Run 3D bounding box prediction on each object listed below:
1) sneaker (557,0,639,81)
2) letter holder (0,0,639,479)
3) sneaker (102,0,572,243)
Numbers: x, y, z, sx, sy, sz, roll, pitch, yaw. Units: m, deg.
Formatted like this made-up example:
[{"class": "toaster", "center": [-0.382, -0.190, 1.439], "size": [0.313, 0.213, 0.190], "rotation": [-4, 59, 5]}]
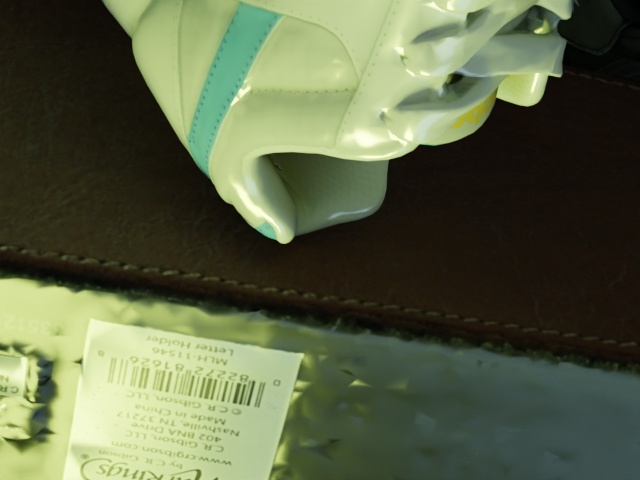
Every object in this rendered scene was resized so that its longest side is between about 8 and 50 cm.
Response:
[{"class": "sneaker", "center": [0.108, -0.080, 0.654], "size": [0.106, 0.078, 0.234], "rotation": [17, 163, -35]}, {"class": "letter holder", "center": [0.000, 0.000, 0.642], "size": [0.302, 0.214, 0.152], "rotation": [9, 134, -5]}, {"class": "sneaker", "center": [0.030, -0.077, 0.455], "size": [0.087, 0.092, 0.229], "rotation": [-23, 170, -33]}]
